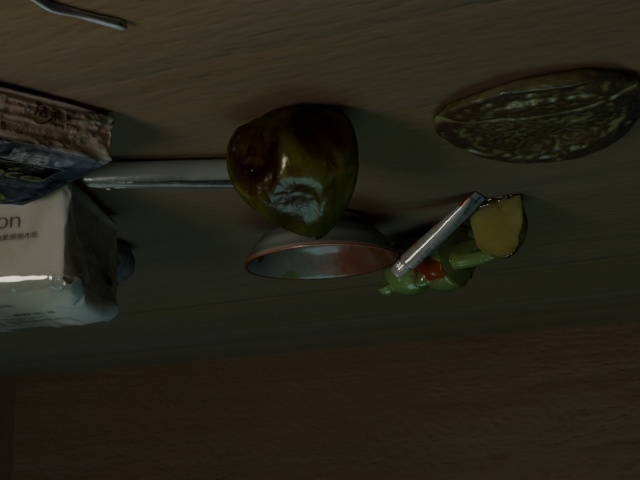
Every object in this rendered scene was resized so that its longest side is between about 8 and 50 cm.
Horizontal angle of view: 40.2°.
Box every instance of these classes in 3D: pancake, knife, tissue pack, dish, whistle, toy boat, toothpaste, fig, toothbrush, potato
[{"bbox_3d":[0.263,-0.142,1.048,0.250,0.031,0.250,-2,165,0],"label":"pancake"},{"bbox_3d":[-0.185,-0.087,1.188,0.265,0.040,0.073,-1,177,-4],"label":"knife"},{"bbox_3d":[-0.375,-0.104,1.029,0.173,0.073,0.235,10,162,-43],"label":"tissue pack"},{"bbox_3d":[0.000,0.000,1.467,0.260,0.085,0.260,-4,166,-1],"label":"dish"},{"bbox_3d":[0.211,0.034,1.562,0.288,0.131,0.106,-17,117,49],"label":"whistle"},{"bbox_3d":[-0.442,0.043,1.571,0.227,0.085,0.155,10,160,-39],"label":"toy boat"},{"bbox_3d":[0.188,-0.009,1.411,0.190,0.031,0.048,-44,148,16],"label":"toothpaste"},{"bbox_3d":[-0.022,-0.081,1.030,0.144,0.154,0.165,36,157,46],"label":"fig"},{"bbox_3d":[-0.232,-0.206,0.773,0.131,0.011,0.013,9,149,-35],"label":"toothbrush"},{"bbox_3d":[0.293,-0.014,1.412,0.096,0.103,0.066,-10,161,34],"label":"potato"},{"bbox_3d":[-0.496,0.028,1.285,0.356,0.194,0.266,-4,165,2],"label":"tissue pack"}]
